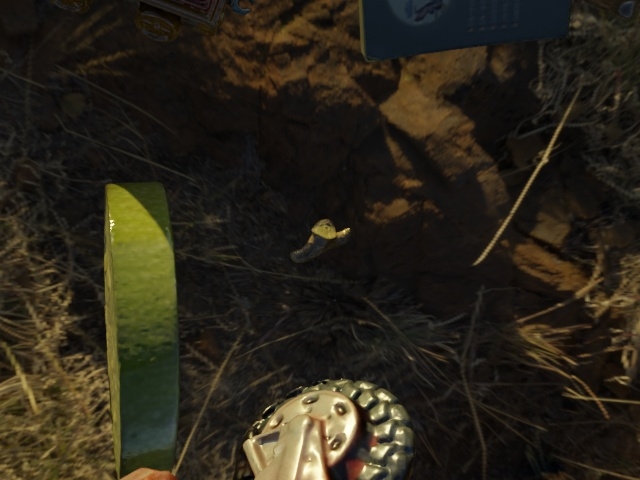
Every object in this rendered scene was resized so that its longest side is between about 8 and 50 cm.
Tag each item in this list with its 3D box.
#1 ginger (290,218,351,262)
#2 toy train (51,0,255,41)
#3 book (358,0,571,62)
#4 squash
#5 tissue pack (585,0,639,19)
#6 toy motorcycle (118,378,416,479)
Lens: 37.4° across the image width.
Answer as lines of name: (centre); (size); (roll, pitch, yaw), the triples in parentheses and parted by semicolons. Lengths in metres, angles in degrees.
ginger: (0.001, -0.001, 1.357); (0.097, 0.030, 0.048); (-25, 120, -12)
toy train: (-0.269, -0.439, 1.427); (0.369, 0.231, 0.163); (19, 64, -8)
book: (0.249, -0.445, 1.606); (0.371, 0.043, 0.260); (-6, 129, -2)
squash: (-0.150, 0.079, 0.775); (0.049, 0.252, 0.251); (-3, 86, -15)
tissue pack: (0.565, -0.582, 1.636); (0.267, 0.387, 0.276); (22, 54, -32)
toy motorcycle: (-0.079, 0.164, 0.361); (0.298, 0.171, 0.089); (-33, 131, -3)
